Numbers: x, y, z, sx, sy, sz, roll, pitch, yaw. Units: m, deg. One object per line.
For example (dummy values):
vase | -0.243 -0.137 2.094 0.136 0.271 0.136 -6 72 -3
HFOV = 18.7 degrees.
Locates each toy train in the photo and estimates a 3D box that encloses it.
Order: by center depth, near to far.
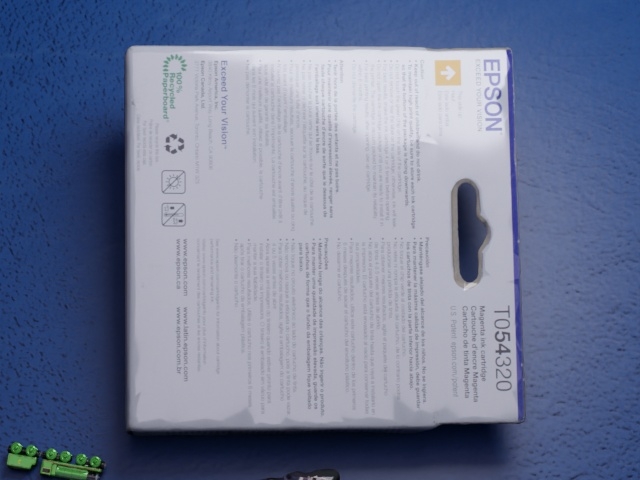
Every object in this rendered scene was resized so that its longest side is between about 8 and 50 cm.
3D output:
toy train | -0.219 0.184 1.601 0.083 0.017 0.024 10 77 1

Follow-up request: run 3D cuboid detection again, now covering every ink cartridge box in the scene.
ink cartridge box | 0.000 0.000 1.628 0.330 0.071 0.324 0 81 -5

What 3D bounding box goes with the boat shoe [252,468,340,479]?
boat shoe | -0.061 0.344 1.498 0.158 0.127 0.341 -1 60 4
